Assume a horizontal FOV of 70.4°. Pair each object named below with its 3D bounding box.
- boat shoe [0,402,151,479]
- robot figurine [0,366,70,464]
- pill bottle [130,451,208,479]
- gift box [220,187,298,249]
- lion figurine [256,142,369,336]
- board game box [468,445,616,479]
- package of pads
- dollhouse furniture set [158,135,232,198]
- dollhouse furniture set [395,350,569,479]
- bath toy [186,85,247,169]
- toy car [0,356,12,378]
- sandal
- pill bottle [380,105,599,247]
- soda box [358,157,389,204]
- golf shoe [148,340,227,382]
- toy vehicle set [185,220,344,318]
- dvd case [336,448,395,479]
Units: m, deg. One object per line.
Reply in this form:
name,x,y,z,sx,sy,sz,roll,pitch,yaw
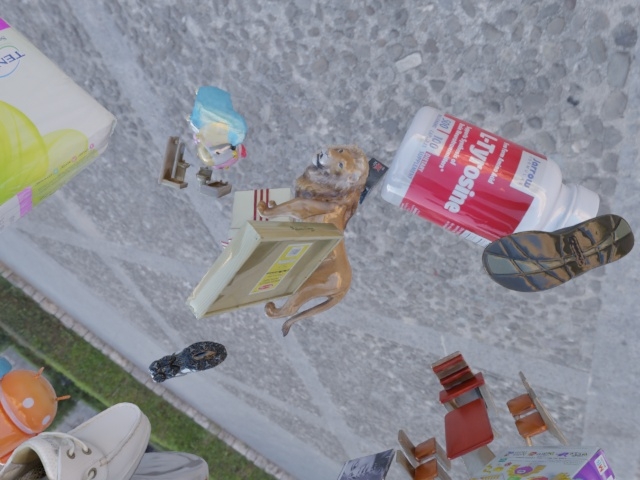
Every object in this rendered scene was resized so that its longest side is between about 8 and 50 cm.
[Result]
boat shoe,-0.287,0.253,0.486,0.098,0.277,0.096,3,108,17
robot figurine,-0.574,0.315,0.801,0.158,0.219,0.128,55,160,9
pill bottle,-0.235,0.445,0.608,0.152,0.272,0.152,1,169,0
gift box,-0.218,-0.038,1.705,0.255,0.258,0.276,-7,148,9
lion figurine,0.000,0.000,0.957,0.240,0.142,0.392,-7,89,14
board game box,0.233,0.370,0.529,0.144,0.275,0.142,-35,72,51
package of pads,-0.425,-0.126,0.533,0.229,0.296,0.101,43,142,-13
dollhouse furniture set,-0.319,-0.198,1.211,0.151,0.144,0.123,17,105,3
dollhouse furniture set,0.265,0.317,0.835,0.262,0.259,0.135,-32,87,14
bath toy,-0.236,-0.236,1.075,0.129,0.151,0.348,16,177,-11
toy car,-0.910,0.308,1.041,0.210,0.238,0.219,-24,108,19
sandal,0.339,0.016,0.660,0.060,0.219,0.090,123,128,-84
pill bottle,0.359,-0.112,0.994,0.407,0.229,0.229,26,145,7
soda box,0.123,-0.161,1.207,0.060,0.169,0.053,35,127,6
golf shoe,-0.345,0.314,1.197,0.094,0.198,0.077,128,129,-73
toy vehicle set,-0.077,0.041,0.745,0.035,0.267,0.166,47,110,19
dvd case,0.114,0.702,1.333,0.018,0.164,0.221,48,129,-3
